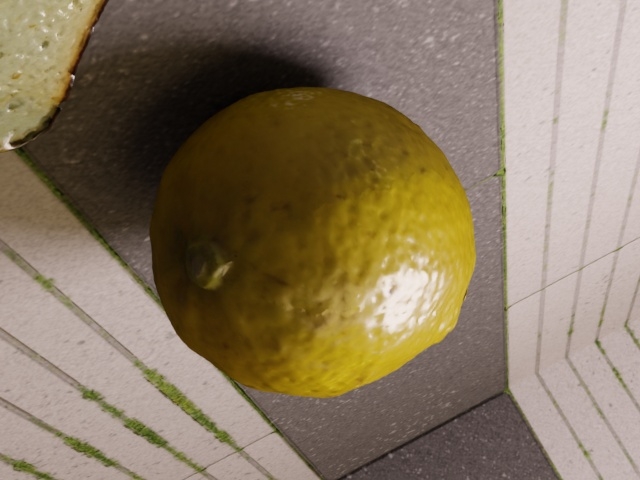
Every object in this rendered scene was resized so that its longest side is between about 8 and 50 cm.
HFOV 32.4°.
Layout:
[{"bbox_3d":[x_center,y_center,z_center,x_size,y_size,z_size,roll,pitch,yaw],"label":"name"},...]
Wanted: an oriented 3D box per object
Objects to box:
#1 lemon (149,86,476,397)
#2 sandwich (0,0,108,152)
[{"bbox_3d":[0.000,0.000,0.886,0.245,0.245,0.320,-42,162,28],"label":"lemon"},{"bbox_3d":[-0.211,-0.133,0.610,0.186,0.065,0.215,-10,150,-37],"label":"sandwich"}]
